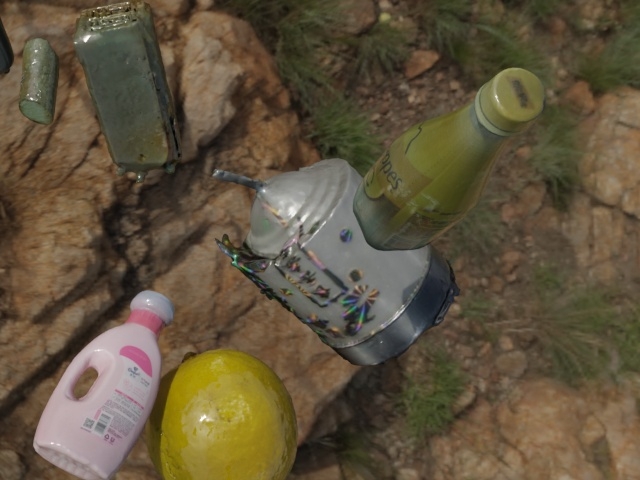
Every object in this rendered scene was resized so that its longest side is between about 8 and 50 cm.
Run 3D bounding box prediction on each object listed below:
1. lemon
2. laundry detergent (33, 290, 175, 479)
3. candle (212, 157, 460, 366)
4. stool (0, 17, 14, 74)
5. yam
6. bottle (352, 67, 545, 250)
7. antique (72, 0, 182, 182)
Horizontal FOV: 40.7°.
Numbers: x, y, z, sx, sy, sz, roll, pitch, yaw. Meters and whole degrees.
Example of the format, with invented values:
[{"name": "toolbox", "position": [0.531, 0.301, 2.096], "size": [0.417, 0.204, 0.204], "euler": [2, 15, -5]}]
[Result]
[{"name": "lemon", "position": [-0.181, 0.352, 1.592], "size": [0.297, 0.297, 0.297], "euler": [1, 88, -32]}, {"name": "laundry detergent", "position": [-0.347, 0.232, 1.464], "size": [0.159, 0.088, 0.335], "euler": [32, 51, -13]}, {"name": "candle", "position": [0.000, 0.000, 1.019], "size": [0.330, 0.187, 0.187], "euler": [43, 68, -24]}, {"name": "stool", "position": [-0.499, -0.290, 1.246], "size": [0.096, 0.096, 0.110], "euler": [-42, 142, -26]}, {"name": "yam", "position": [-0.326, -0.184, 1.000], "size": [0.043, 0.043, 0.094], "euler": [12, 69, -32]}, {"name": "bottle", "position": [0.092, -0.057, 0.647], "size": [0.083, 0.270, 0.083], "euler": [4, 73, -13]}, {"name": "antique", "position": [-0.315, -0.241, 1.445], "size": [0.125, 0.150, 0.284], "euler": [-12, 120, -4]}]
